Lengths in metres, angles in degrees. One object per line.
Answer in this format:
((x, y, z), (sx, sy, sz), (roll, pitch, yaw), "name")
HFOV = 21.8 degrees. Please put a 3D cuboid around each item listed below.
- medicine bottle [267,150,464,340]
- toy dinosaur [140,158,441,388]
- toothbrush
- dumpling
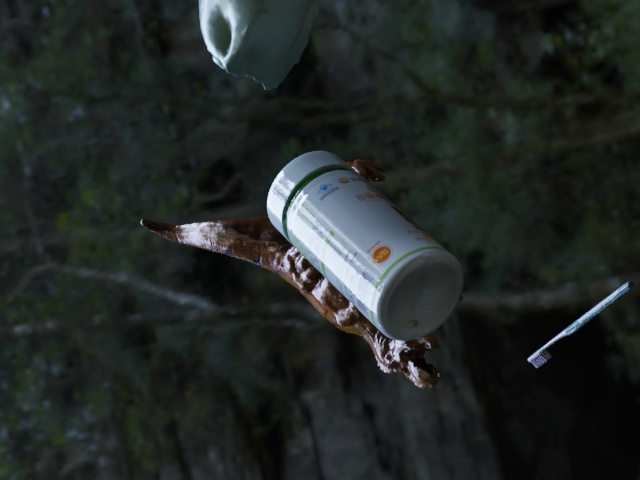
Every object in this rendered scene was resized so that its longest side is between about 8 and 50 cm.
((0.035, 0.003, 1.384), (0.183, 0.086, 0.086), (44, 174, 45), "medicine bottle")
((0.000, 0.000, 1.935), (0.097, 0.432, 0.208), (-1, -59, -59), "toy dinosaur")
((0.245, 0.080, 1.561), (0.014, 0.167, 0.011), (47, -131, 3), "toothbrush")
((-0.058, -0.246, 1.544), (0.149, 0.105, 0.216), (44, -136, -84), "dumpling")
